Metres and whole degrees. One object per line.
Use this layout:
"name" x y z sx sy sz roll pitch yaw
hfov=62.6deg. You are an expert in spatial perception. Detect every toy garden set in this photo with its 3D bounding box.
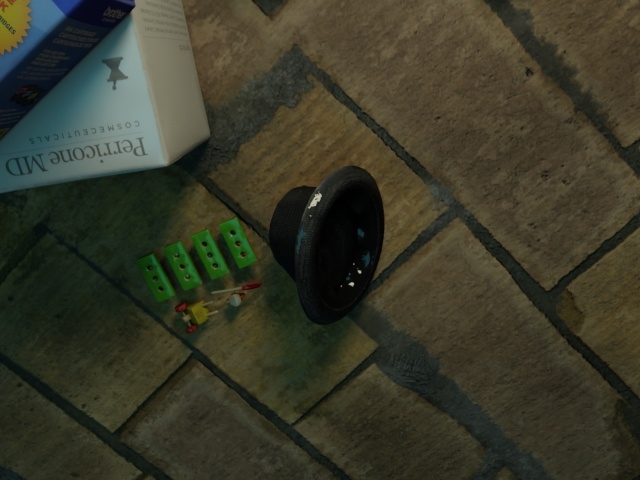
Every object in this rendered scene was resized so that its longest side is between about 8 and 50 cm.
"toy garden set" -0.251 0.081 1.176 0.244 0.049 0.204 -22 105 6

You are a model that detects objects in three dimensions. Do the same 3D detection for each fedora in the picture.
"fedora" 0.000 0.000 1.072 0.152 0.334 0.335 19 111 32

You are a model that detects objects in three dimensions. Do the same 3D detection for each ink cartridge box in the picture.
"ink cartridge box" -0.433 -0.322 0.651 0.395 0.151 0.270 -38 104 10

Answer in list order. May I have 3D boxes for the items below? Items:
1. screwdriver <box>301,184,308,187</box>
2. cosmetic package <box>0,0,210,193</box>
"screwdriver" -0.054 -0.042 1.153 0.024 0.025 0.170 16 116 -5
"cosmetic package" -0.414 -0.321 0.898 0.329 0.327 0.394 -9 109 3
